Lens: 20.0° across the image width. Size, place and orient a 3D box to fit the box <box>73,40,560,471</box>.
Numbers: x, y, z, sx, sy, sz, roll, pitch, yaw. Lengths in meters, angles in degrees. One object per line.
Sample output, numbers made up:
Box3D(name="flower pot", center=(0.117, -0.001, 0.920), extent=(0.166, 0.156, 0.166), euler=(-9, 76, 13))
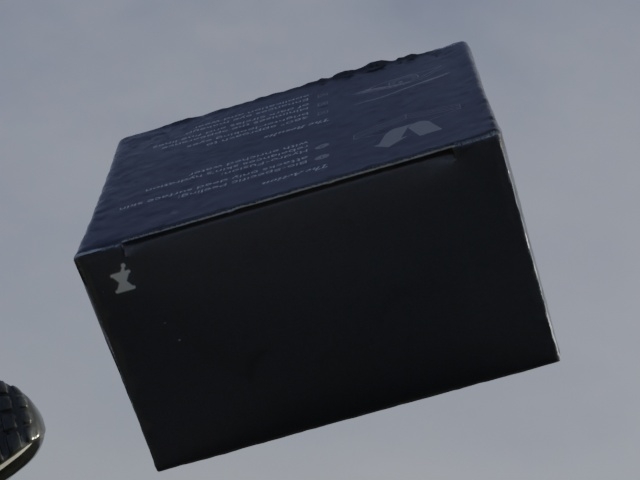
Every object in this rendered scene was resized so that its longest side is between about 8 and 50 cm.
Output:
Box3D(name="box", center=(0.000, 0.000, 0.707), extent=(0.156, 0.158, 0.093), euler=(-16, -73, 5))

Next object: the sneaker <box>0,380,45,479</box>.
Box3D(name="sneaker", center=(-0.324, 0.200, 1.347), extent=(0.283, 0.107, 0.124), euler=(-26, -38, 1))
